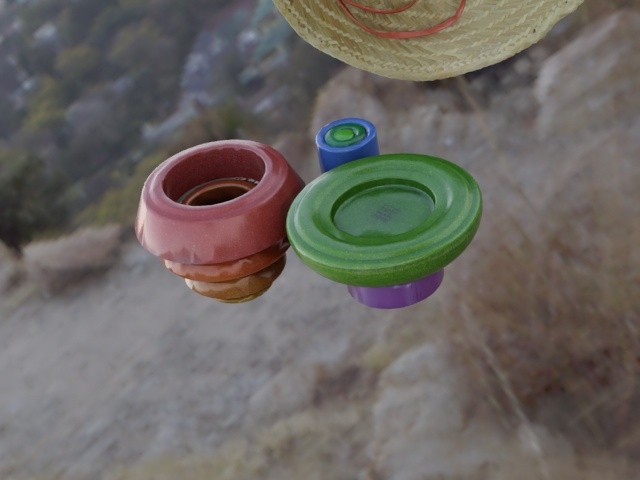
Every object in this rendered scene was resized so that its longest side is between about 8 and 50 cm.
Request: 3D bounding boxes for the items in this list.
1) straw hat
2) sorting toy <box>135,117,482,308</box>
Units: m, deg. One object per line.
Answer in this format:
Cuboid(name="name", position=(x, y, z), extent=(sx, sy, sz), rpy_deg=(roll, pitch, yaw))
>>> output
Cuboid(name="straw hat", position=(0.037, -0.131, 0.547), extent=(0.144, 0.144, 0.061), rpy_deg=(-35, 27, 11))
Cuboid(name="sorting toy", position=(0.000, 0.000, 0.451), extent=(0.102, 0.042, 0.061), rpy_deg=(11, 41, 30))
